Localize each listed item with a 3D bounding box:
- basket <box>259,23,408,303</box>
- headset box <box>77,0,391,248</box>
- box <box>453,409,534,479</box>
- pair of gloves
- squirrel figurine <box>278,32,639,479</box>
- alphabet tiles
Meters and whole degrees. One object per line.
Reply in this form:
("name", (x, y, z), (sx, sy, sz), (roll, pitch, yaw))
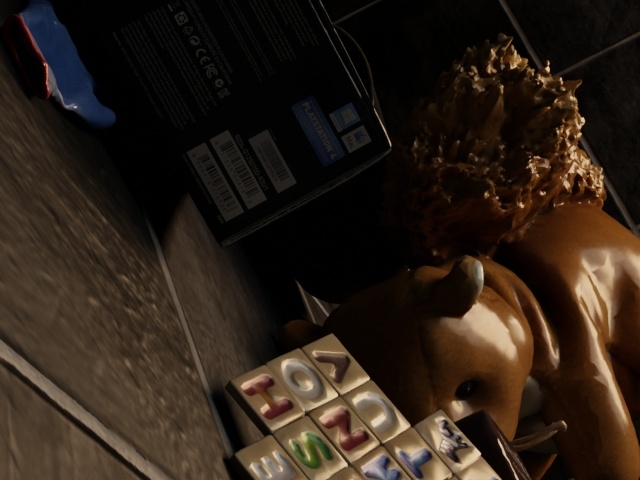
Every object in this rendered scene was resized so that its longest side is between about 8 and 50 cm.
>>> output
("basket", (0.002, -0.051, 1.410), (0.227, 0.154, 0.204), (63, 20, -52))
("headset box", (-0.083, -0.155, 1.075), (0.246, 0.131, 0.283), (61, -1, -14))
("box", (0.146, 0.325, 1.022), (0.191, 0.143, 0.381), (54, 9, -53))
("pair of gloves", (-0.174, -0.154, 0.900), (0.198, 0.023, 0.159), (64, 5, -1))
("squirrel figurine", (0.129, 0.043, 1.303), (0.370, 0.281, 0.397), (6, 71, -50))
("alphabet tiles", (0.051, 0.158, 0.918), (0.237, 0.009, 0.198), (49, 31, 13))
